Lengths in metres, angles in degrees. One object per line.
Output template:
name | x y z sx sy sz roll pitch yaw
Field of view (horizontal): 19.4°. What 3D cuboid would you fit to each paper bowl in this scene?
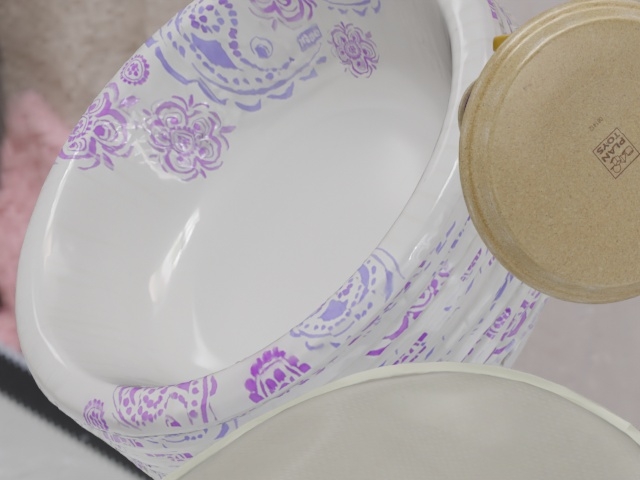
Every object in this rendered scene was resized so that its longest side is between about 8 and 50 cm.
paper bowl | 0.000 0.000 0.918 0.148 0.284 0.284 44 168 -37

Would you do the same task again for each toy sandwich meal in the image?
toy sandwich meal | 0.071 -0.023 0.476 0.029 0.085 0.086 -158 57 -72

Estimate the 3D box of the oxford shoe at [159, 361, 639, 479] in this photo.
oxford shoe | -0.049 0.123 0.228 0.169 0.449 0.130 18 123 26
